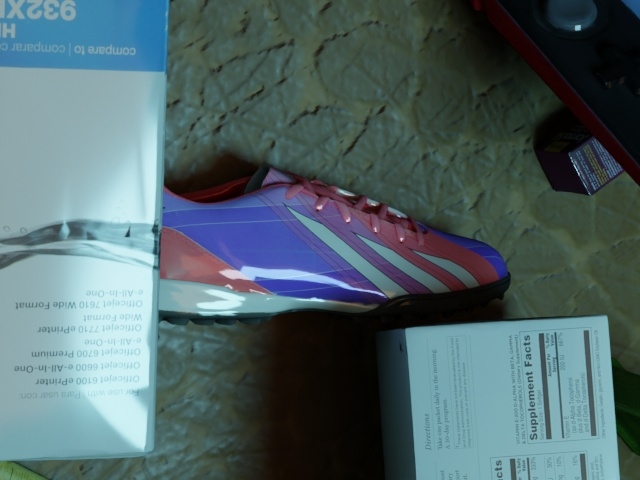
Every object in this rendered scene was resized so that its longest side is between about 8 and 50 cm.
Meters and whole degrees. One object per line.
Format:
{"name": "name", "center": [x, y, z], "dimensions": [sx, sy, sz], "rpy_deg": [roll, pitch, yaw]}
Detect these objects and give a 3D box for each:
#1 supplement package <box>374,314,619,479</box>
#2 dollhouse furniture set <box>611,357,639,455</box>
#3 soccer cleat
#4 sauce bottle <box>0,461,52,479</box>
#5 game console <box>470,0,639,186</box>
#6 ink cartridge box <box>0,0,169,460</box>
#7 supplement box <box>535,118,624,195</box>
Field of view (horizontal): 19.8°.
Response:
{"name": "supplement package", "center": [0.126, 0.188, 1.330], "dimensions": [0.145, 0.204, 0.262], "rpy_deg": [-3, 87, -4]}
{"name": "dollhouse furniture set", "center": [0.399, 0.163, 1.529], "dimensions": [0.197, 0.151, 0.301], "rpy_deg": [-48, 114, -12]}
{"name": "soccer cleat", "center": [0.000, 0.000, 1.344], "dimensions": [0.318, 0.108, 0.116], "rpy_deg": [0, 93, -23]}
{"name": "sauce bottle", "center": [-0.204, 0.188, 1.306], "dimensions": [0.128, 0.042, 0.042], "rpy_deg": [34, 83, -27]}
{"name": "game console", "center": [0.335, -0.181, 1.374], "dimensions": [0.386, 0.342, 0.060], "rpy_deg": [-24, 144, -20]}
{"name": "ink cartridge box", "center": [-0.193, -0.031, 1.177], "dimensions": [0.129, 0.223, 0.308], "rpy_deg": [-1, 98, -25]}
{"name": "supplement box", "center": [0.223, -0.076, 1.465], "dimensions": [0.083, 0.055, 0.043], "rpy_deg": [-36, 109, -18]}
